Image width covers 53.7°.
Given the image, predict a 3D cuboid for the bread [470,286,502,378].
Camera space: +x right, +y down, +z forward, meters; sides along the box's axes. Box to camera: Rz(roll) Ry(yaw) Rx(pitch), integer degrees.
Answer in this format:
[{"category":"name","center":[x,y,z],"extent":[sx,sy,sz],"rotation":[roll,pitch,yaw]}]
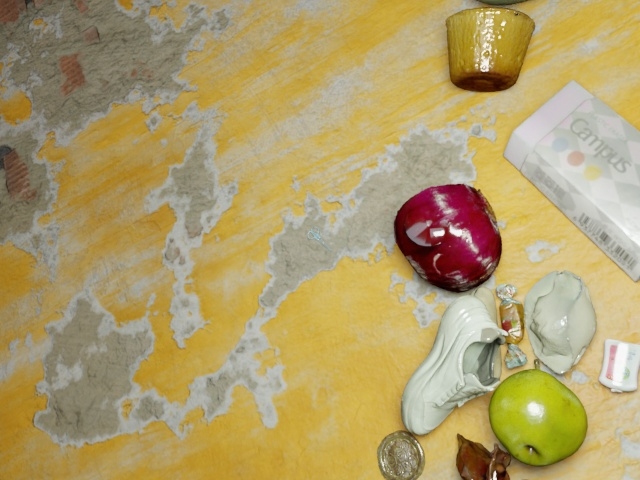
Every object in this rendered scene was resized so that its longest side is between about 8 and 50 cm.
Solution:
[{"category":"bread","center":[0.343,0.202,1.344],"extent":[0.073,0.053,0.215],"rotation":[-9,73,26]}]

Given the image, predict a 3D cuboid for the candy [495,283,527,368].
[{"category":"candy","center":[0.403,0.179,1.329],"extent":[0.053,0.046,0.182],"rotation":[-9,67,25]}]

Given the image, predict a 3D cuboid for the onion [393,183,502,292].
[{"category":"onion","center":[0.277,-0.001,1.344],"extent":[0.216,0.206,0.207],"rotation":[-31,65,14]}]

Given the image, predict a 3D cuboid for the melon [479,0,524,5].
[{"category":"melon","center":[0.457,-0.671,1.429],"extent":[0.308,0.271,0.272],"rotation":[-36,61,42]}]

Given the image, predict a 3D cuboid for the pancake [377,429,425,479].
[{"category":"pancake","center":[0.173,0.470,1.367],"extent":[0.114,0.011,0.115],"rotation":[-8,71,23]}]

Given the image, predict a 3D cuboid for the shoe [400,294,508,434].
[{"category":"shoe","center":[0.281,0.277,1.260],"extent":[0.159,0.124,0.317],"rotation":[36,110,56]}]

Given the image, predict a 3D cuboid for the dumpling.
[{"category":"dumpling","center":[0.471,0.161,1.277],"extent":[0.181,0.111,0.155],"rotation":[-56,29,-10]}]

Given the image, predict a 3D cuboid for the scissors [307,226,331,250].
[{"category":"scissors","center":[0.000,0.000,1.579],"extent":[0.036,0.006,0.083],"rotation":[-48,63,7]}]

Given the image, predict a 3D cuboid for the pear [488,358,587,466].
[{"category":"pear","center":[0.421,0.324,1.226],"extent":[0.180,0.216,0.166],"rotation":[28,129,4]}]

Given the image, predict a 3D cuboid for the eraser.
[{"category":"eraser","center":[0.587,-0.132,1.312],"extent":[0.213,0.082,0.397],"rotation":[-43,63,7]}]

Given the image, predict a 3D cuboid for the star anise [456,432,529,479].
[{"category":"star anise","center":[0.342,0.534,1.208],"extent":[0.237,0.148,0.347],"rotation":[-46,63,31]}]

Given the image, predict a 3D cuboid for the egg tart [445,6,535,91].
[{"category":"egg tart","center":[0.380,-0.427,1.434],"extent":[0.202,0.202,0.147],"rotation":[4,86,25]}]

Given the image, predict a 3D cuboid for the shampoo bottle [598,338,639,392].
[{"category":"shampoo bottle","center":[0.583,0.247,1.229],"extent":[0.072,0.043,0.099],"rotation":[11,80,26]}]
